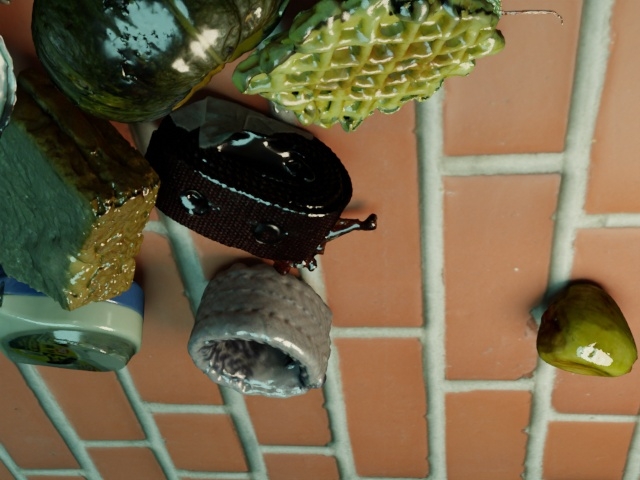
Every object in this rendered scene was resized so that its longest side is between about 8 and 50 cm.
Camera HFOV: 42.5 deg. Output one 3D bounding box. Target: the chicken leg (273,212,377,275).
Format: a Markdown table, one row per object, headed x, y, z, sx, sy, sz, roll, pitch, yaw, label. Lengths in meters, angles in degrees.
| x | y | z | sx | sy | sz | roll | pitch | yaw | label |
| --- | --- | --- | --- | --- | --- | --- | --- | --- | --- |
| -0.006 | -0.003 | 1.341 | 0.089 | 0.048 | 0.219 | 32 | 131 | -28 | chicken leg |

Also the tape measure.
| x | y | z | sx | sy | sz | roll | pitch | yaw | label |
| --- | --- | --- | --- | --- | --- | --- | --- | --- | --- |
| -0.437 | 0.136 | 1.427 | 0.262 | 0.138 | 0.259 | 10 | 158 | -7 | tape measure |

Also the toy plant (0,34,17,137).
| x | y | z | sx | sy | sz | roll | pitch | yaw | label |
| --- | --- | --- | --- | --- | --- | --- | --- | --- | --- |
| -0.572 | -0.234 | 1.043 | 0.332 | 0.247 | 0.247 | 31 | 147 | 33 | toy plant |

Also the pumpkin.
| x | y | z | sx | sy | sz | roll | pitch | yaw | label |
| --- | --- | --- | --- | --- | --- | --- | --- | --- | --- |
| -0.170 | -0.262 | 0.909 | 0.320 | 0.320 | 0.192 | -30 | 105 | 32 | pumpkin |

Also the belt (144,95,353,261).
| x | y | z | sx | sy | sz | roll | pitch | yaw | label |
| --- | --- | --- | --- | --- | --- | --- | --- | --- | --- |
| -0.100 | -0.095 | 1.160 | 0.289 | 0.184 | 0.164 | 19 | 136 | -14 | belt |

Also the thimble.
| x | y | z | sx | sy | sz | roll | pitch | yaw | label |
| --- | --- | --- | --- | --- | --- | --- | --- | --- | --- |
| -0.100 | 0.160 | 1.442 | 0.246 | 0.157 | 0.217 | 26 | 139 | -19 | thimble |

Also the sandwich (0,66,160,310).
| x | y | z | sx | sy | sz | roll | pitch | yaw | label |
| --- | --- | --- | --- | --- | --- | --- | --- | --- | --- |
| -0.378 | -0.049 | 1.191 | 0.262 | 0.131 | 0.325 | 46 | 137 | 15 | sandwich |

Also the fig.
| x | y | z | sx | sy | sz | roll | pitch | yaw | label |
| --- | --- | --- | --- | --- | --- | --- | --- | --- | --- |
| 0.448 | 0.164 | 1.381 | 0.166 | 0.154 | 0.144 | 41 | 159 | 29 | fig |

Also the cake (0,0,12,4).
| x | y | z | sx | sy | sz | roll | pitch | yaw | label |
| --- | --- | --- | --- | --- | --- | --- | --- | --- | --- |
| -0.423 | -0.316 | 0.697 | 0.321 | 0.332 | 0.332 | -1 | 136 | 21 | cake |

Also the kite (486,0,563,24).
| x | y | z | sx | sy | sz | roll | pitch | yaw | label |
| --- | --- | --- | --- | --- | --- | --- | --- | --- | --- |
| 0.258 | -0.329 | 0.998 | 0.244 | 0.006 | 0.198 | 7 | 136 | 0 | kite |

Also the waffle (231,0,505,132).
| x | y | z | sx | sy | sz | roll | pitch | yaw | label |
| --- | --- | --- | --- | --- | --- | --- | --- | --- | --- |
| 0.068 | -0.227 | 1.004 | 0.297 | 0.073 | 0.317 | -23 | 165 | 31 | waffle |
